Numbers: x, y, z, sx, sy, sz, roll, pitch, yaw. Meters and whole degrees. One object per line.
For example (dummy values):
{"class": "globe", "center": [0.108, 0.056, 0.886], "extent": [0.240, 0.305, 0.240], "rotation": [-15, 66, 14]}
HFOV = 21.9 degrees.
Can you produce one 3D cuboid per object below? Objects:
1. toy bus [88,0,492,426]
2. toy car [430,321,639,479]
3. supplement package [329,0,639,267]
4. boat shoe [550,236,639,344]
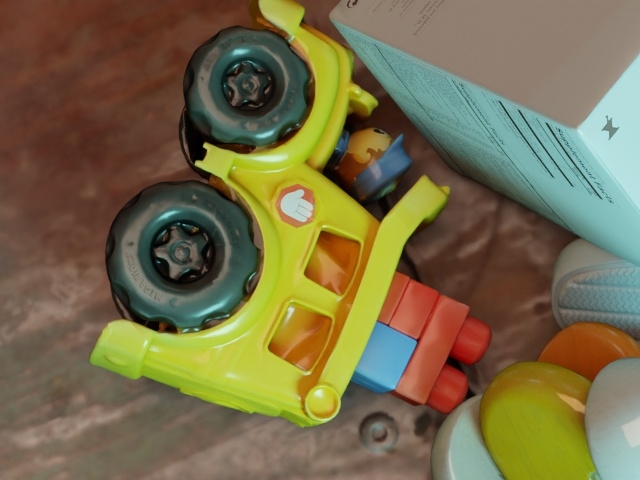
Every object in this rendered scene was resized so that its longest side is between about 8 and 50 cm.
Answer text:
{"class": "toy bus", "center": [0.000, 0.000, 0.910], "extent": [0.211, 0.149, 0.220], "rotation": [23, 80, -1]}
{"class": "toy car", "center": [0.161, 0.127, 0.859], "extent": [0.136, 0.159, 0.182], "rotation": [-35, 101, -42]}
{"class": "supplement package", "center": [0.156, -0.114, 0.848], "extent": [0.194, 0.149, 0.203], "rotation": [-49, 40, -6]}
{"class": "boat shoe", "center": [0.278, 0.019, 0.888], "extent": [0.302, 0.109, 0.094], "rotation": [3, 46, 12]}
